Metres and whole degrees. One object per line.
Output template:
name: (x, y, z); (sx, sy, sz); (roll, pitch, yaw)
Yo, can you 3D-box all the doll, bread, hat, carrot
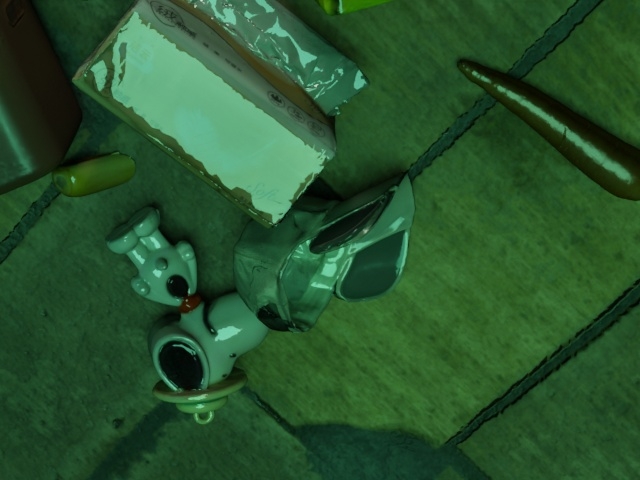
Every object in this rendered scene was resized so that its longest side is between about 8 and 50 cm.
doll: (-0.202, 0.102, 2.007); (0.271, 0.144, 0.208); (37, 88, -15)
bread: (-0.307, -0.088, 1.973); (0.062, 0.103, 0.049); (3, 107, 48)
hat: (0.009, -0.003, 1.931); (0.275, 0.232, 0.161); (-35, 70, -2)
carrot: (0.320, -0.145, 1.918); (0.336, 0.069, 0.069); (35, 110, -5)

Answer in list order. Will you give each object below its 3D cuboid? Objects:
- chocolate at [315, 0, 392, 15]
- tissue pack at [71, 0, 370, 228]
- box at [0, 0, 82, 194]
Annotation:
chocolate: (0.039, -0.432, 1.684); (0.137, 0.301, 0.289); (-3, 113, -11)
tissue pack: (-0.115, -0.204, 1.824); (0.305, 0.238, 0.238); (37, 109, -11)
box: (-0.497, -0.165, 1.844); (0.339, 0.239, 0.229); (-21, 112, 11)
